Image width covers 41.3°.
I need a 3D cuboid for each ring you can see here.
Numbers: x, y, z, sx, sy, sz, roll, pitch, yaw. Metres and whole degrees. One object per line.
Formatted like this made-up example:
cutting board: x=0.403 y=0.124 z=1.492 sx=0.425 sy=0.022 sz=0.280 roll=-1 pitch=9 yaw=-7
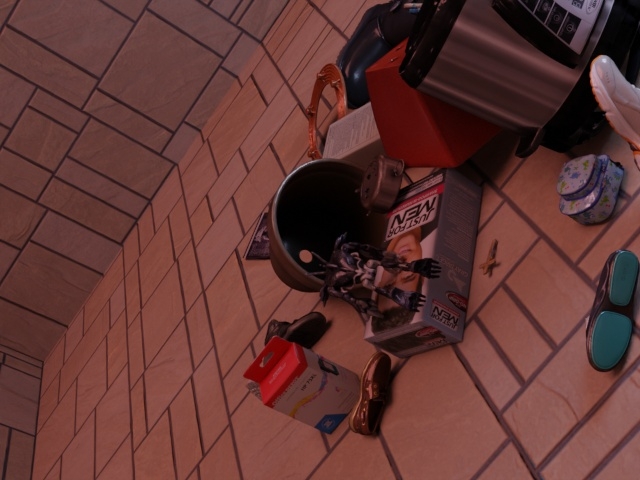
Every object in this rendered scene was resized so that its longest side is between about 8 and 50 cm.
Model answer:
ring: x=0.010 y=-0.354 z=2.506 sx=0.337 sy=0.032 sz=0.336 roll=-179 pitch=90 yaw=-71

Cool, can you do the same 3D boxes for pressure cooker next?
pressure cooker: x=0.400 y=-0.388 z=1.588 sx=0.375 sy=0.421 sz=0.369 roll=-72 pitch=8 yaw=-52

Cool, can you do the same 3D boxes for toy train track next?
toy train track: x=0.343 y=0.035 z=1.703 sx=0.048 sy=0.014 sz=0.083 roll=-32 pitch=31 yaw=56

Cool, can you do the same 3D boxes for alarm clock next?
alarm clock: x=0.141 y=-0.135 z=1.899 sx=0.192 sy=0.064 sz=0.129 roll=142 pitch=140 yaw=-60

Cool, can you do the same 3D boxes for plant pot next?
plant pot: x=0.000 y=0.000 z=2.065 sx=0.280 sy=0.323 sz=0.323 roll=136 pitch=154 yaw=-63
plant pot: x=0.258 y=-0.331 z=1.870 sx=0.267 sy=0.235 sz=0.267 roll=-41 pitch=21 yaw=-18

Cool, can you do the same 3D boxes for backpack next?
backpack: x=0.474 y=-0.092 z=1.515 sx=0.105 sy=0.084 sz=0.114 roll=-15 pitch=53 yaw=59

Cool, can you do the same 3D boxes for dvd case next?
dvd case: x=-0.160 y=-0.016 z=2.651 sx=0.221 sy=0.018 sz=0.164 roll=-3 pitch=62 yaw=59

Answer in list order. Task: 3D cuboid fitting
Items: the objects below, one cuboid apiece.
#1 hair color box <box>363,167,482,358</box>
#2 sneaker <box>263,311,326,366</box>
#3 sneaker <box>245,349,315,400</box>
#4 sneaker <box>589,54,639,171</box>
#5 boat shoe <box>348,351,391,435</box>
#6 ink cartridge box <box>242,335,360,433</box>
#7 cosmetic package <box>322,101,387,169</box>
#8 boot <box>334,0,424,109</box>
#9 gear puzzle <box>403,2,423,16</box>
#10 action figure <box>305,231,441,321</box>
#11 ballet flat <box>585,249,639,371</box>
hair color box: x=0.220 y=0.045 z=1.799 sx=0.185 sy=0.114 sz=0.374 roll=-27 pitch=42 yaw=49
sneaker: x=-0.073 y=0.229 z=2.166 sx=0.227 sy=0.087 sz=0.130 roll=-49 pitch=34 yaw=33
sneaker: x=-0.097 y=0.339 z=2.120 sx=0.235 sy=0.090 sz=0.094 roll=-25 pitch=30 yaw=45
sneaker: x=0.541 y=-0.202 z=1.379 sx=0.121 sy=0.262 sz=0.099 roll=-33 pitch=-1 yaw=26
boat shoe: x=0.116 y=0.321 z=1.768 sx=0.060 sy=0.064 sz=0.177 roll=5 pitch=74 yaw=57
ink cartridge box: x=-0.038 y=0.315 z=1.848 sx=0.134 sy=0.231 sz=0.078 roll=-52 pitch=27 yaw=17
cosmetic package: x=0.151 y=-0.270 z=2.168 sx=0.309 sy=0.113 sz=0.160 roll=-22 pitch=46 yaw=43
boot: x=0.248 y=-0.575 z=2.373 sx=0.445 sy=0.146 sz=0.366 roll=-8 pitch=58 yaw=53
gear puzzle: x=0.347 y=-0.511 z=1.945 sx=0.176 sy=0.339 sz=0.044 roll=12 pitch=105 yaw=42
action figure: x=0.101 y=0.079 z=1.695 sx=0.276 sy=0.141 sz=0.164 roll=9 pitch=73 yaw=46
ballet flat: x=0.463 y=0.114 z=1.356 sx=0.074 sy=0.074 sz=0.203 roll=-5 pitch=66 yaw=60
